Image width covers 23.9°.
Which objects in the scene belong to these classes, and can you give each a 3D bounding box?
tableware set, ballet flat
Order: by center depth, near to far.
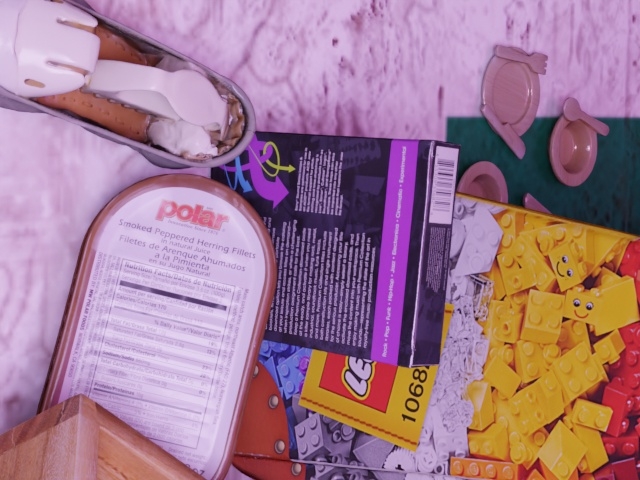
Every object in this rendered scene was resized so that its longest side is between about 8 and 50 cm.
[{"bbox_3d":[-0.116,-0.090,0.754,0.213,0.068,0.072,21,80,-44],"label":"ballet flat"},{"bbox_3d":[0.144,-0.046,1.055,0.141,0.020,0.169,30,74,-43],"label":"tableware set"}]

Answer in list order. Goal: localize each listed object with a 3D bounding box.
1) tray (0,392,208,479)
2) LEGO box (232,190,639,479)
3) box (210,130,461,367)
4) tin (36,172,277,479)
[{"bbox_3d":[-0.007,0.264,0.733,0.411,0.076,0.203,42,30,-36],"label":"tray"},{"bbox_3d":[0.256,0.116,0.925,0.500,0.372,0.193,13,92,-46],"label":"LEGO box"},{"bbox_3d":[0.000,0.000,0.815,0.029,0.162,0.116,3,93,-49],"label":"box"},{"bbox_3d":[-0.084,0.057,0.788,0.106,0.040,0.190,15,83,-12],"label":"tin"}]
